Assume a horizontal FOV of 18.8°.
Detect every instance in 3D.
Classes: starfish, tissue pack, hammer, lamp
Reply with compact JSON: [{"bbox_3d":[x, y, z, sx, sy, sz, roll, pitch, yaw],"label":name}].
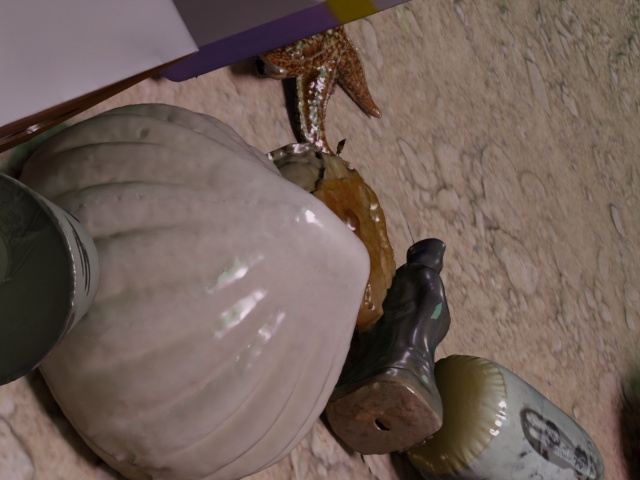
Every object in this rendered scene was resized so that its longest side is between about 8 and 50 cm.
[{"bbox_3d":[-0.005,-0.164,1.570,0.238,0.057,0.213,23,58,-52],"label":"starfish"},{"bbox_3d":[-0.207,-0.114,1.071,0.136,0.159,0.246,64,29,-4],"label":"tissue pack"},{"bbox_3d":[0.140,0.251,1.486,0.202,0.113,0.305,35,47,-41],"label":"hammer"},{"bbox_3d":[-0.193,0.020,1.029,0.214,0.121,0.121,0,70,-75],"label":"lamp"}]

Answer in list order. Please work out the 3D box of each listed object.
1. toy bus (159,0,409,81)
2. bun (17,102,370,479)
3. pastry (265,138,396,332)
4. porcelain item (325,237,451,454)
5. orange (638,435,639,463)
[{"bbox_3d":[0.008,-0.276,1.285,0.209,0.440,0.249,43,45,-39],"label":"toy bus"},{"bbox_3d":[-0.056,0.020,1.224,0.263,0.175,0.263,42,38,-43],"label":"bun"},{"bbox_3d":[-0.003,0.003,1.427,0.153,0.081,0.153,-13,90,-68],"label":"pastry"},{"bbox_3d":[0.062,0.070,1.494,0.069,0.081,0.216,51,31,-24],"label":"porcelain item"},{"bbox_3d":[0.431,0.209,1.878,0.246,0.246,0.246,40,39,-42],"label":"orange"}]
